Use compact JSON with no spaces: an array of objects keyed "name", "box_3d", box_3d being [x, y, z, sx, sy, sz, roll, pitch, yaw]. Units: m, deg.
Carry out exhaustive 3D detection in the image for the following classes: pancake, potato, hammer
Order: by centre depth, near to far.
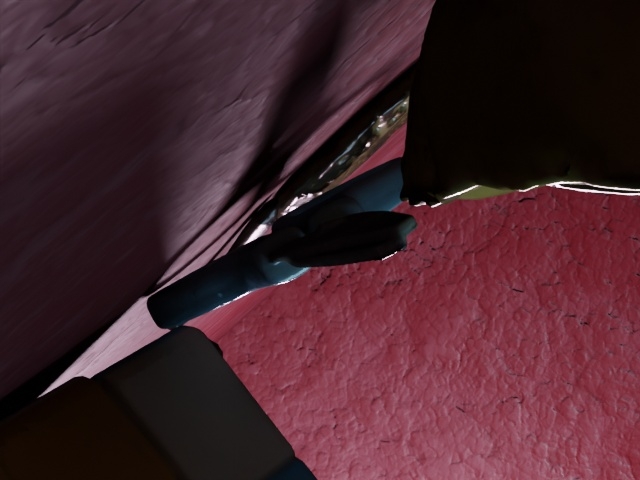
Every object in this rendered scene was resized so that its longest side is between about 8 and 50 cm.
[{"name":"potato","box_3d":[0.180,-0.118,0.740,0.330,0.213,0.280,0,-178,31]},{"name":"pancake","box_3d":[0.040,-0.078,1.219,0.199,0.021,0.199,-42,178,-2]},{"name":"hammer","box_3d":[-0.065,0.015,1.238,0.065,0.021,0.178,-39,177,-32]}]

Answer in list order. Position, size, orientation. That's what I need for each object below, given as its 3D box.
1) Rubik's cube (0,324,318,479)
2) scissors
[{"name":"Rubik's cube","box_3d":[-0.158,0.315,1.045,0.346,0.347,0.344,-44,172,31]},{"name":"scissors","box_3d":[0.000,0.000,0.953,0.192,0.029,0.447,-29,-176,-8]}]
